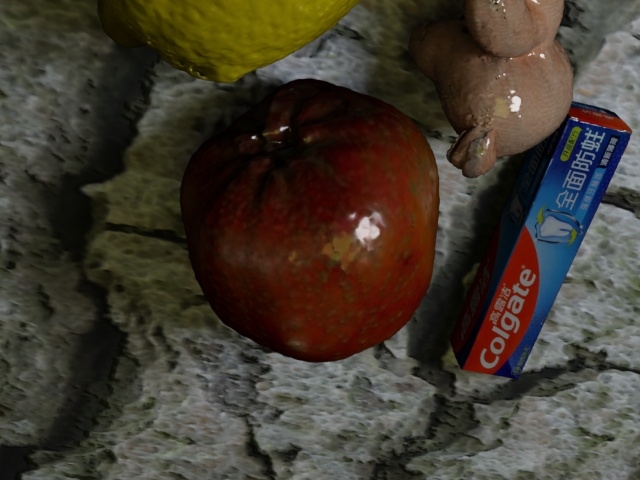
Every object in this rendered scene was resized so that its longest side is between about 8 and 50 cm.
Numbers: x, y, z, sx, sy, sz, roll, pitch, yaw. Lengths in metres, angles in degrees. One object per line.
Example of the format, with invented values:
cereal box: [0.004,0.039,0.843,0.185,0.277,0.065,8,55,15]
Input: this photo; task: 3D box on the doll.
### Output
doll: [0.151,-0.224,0.955,0.156,0.201,0.303,9,119,30]

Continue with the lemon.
lemon: [-0.064,-0.268,0.832,0.245,0.245,0.320,37,115,-25]

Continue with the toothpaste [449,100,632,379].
toothpaste: [0.233,0.004,1.135,0.076,0.066,0.320,10,117,-14]

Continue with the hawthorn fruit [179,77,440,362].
hawthorn fruit: [0.000,0.000,1.019,0.254,0.254,0.300,-19,144,3]
